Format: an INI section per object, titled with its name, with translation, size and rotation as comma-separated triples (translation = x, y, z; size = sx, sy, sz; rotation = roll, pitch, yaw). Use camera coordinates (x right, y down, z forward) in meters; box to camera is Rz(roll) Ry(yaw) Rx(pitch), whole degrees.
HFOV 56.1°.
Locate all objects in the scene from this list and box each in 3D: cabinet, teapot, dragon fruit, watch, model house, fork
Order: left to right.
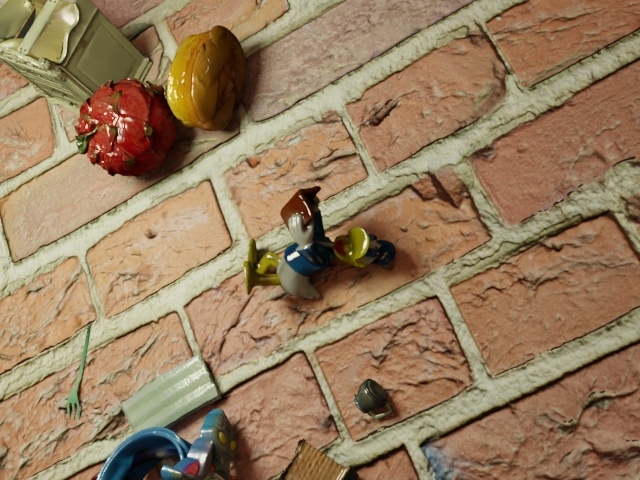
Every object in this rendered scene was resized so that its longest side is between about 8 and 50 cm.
[cabinet]
translation = -0.690, -0.505, 1.621
size = 0.289, 0.318, 0.228
rotation = 23, 82, 20
[fork]
translation = -0.609, 0.330, 1.514
size = 0.039, 0.021, 0.235
rotation = -1, 75, 13
[dragon fruit]
translation = -0.490, -0.300, 1.549
size = 0.244, 0.244, 0.299
rotation = 10, 59, 19
[watch]
translation = -0.329, 0.500, 1.287
size = 0.274, 0.241, 0.305
rotation = -6, 48, 24
[model house]
translation = -0.013, 0.529, 1.223
size = 0.172, 0.166, 0.183
rotation = 29, 69, 7
[teapot]
translation = 0.111, 0.344, 1.285
size = 0.088, 0.066, 0.057
rotation = 45, 111, 0

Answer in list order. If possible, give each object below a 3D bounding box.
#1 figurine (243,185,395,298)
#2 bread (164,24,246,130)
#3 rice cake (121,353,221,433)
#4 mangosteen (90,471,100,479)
[figurine]
translation = 0.000, 0.000, 1.347
size = 0.338, 0.284, 0.205
rotation = 1, 32, -2
[bread]
translation = -0.284, -0.415, 1.545
size = 0.142, 0.195, 0.270
rotation = 3, 72, 27
[rice cake]
translation = -0.355, 0.374, 1.416
size = 0.237, 0.043, 0.127
rotation = -34, 67, 4
[mangosteen]
translation = -0.493, 0.563, 1.382
size = 0.080, 0.081, 0.081
rotation = -4, 73, 15
